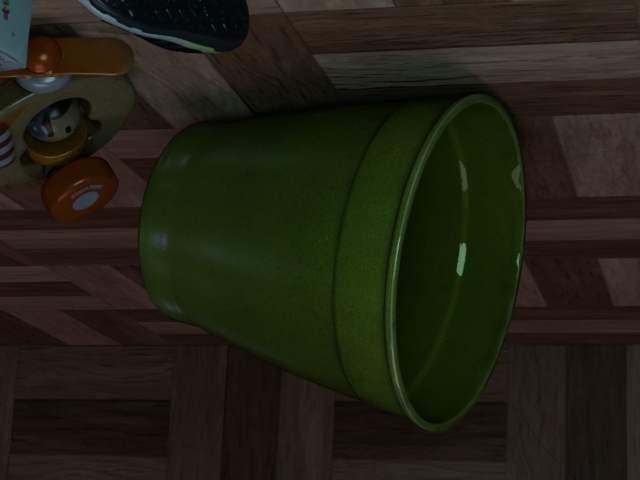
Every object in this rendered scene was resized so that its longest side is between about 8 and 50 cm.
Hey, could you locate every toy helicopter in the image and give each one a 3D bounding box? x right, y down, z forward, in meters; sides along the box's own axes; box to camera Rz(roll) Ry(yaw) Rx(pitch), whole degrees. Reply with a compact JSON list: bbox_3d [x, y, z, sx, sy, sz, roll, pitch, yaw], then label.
[{"bbox_3d":[-0.338,-0.124,1.702,0.355,0.140,0.235,-12,152,-41],"label":"toy helicopter"}]

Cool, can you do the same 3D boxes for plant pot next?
[{"bbox_3d":[0.000,0.000,1.876,0.353,0.366,0.366,9,170,26],"label":"plant pot"}]

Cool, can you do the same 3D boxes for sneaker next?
[{"bbox_3d":[-0.165,-0.210,1.515,0.097,0.084,0.235,-7,163,38],"label":"sneaker"}]

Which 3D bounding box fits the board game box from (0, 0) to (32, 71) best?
[{"bbox_3d":[-0.448,-0.217,1.519,0.303,0.097,0.224,-3,166,25],"label":"board game box"}]
